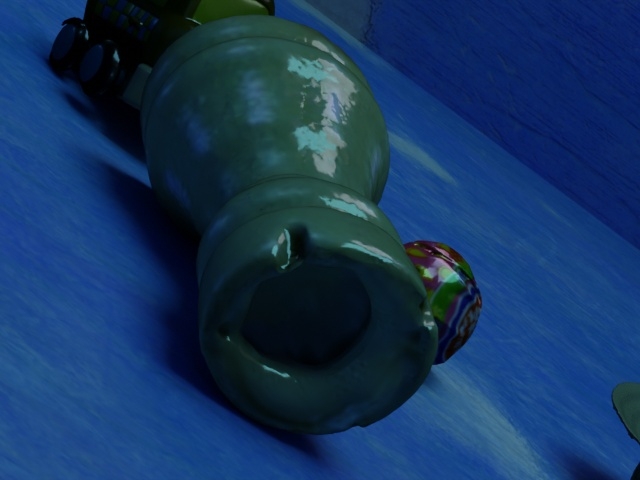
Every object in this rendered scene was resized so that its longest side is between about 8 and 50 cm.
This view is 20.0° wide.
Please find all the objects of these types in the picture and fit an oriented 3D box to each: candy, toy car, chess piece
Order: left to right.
[{"bbox_3d":[-0.142,-0.215,1.880,0.204,0.198,0.248,25,5,-35],"label":"toy car"},{"bbox_3d":[-0.025,-0.018,1.540,0.234,0.234,0.442,33,16,-23],"label":"chess piece"},{"bbox_3d":[0.000,0.000,1.844,0.365,0.124,0.124,33,10,15],"label":"candy"}]

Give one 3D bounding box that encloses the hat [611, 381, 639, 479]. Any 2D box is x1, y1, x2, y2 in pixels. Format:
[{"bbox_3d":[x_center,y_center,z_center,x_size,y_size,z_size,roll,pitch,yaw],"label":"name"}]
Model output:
[{"bbox_3d":[0.384,0.267,1.897,0.252,0.110,0.252,28,19,-11],"label":"hat"}]
